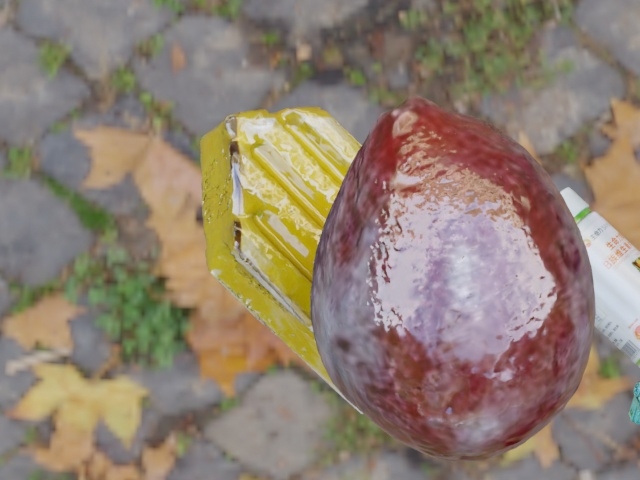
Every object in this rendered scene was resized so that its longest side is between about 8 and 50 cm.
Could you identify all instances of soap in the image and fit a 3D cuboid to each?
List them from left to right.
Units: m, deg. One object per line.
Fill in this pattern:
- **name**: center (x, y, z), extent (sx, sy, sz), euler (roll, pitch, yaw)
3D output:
- **soap**: center (0.000, 0.000, 1.618), extent (0.257, 0.160, 0.080), euler (44, 150, -7)

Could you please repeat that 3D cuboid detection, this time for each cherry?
- **cherry**: center (0.095, 0.031, 1.447), extent (0.203, 0.230, 0.300), euler (-12, 116, -10)

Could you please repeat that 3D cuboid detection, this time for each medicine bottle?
- **medicine bottle**: center (0.286, 0.038, 1.949), extent (0.183, 0.086, 0.086), euler (44, 123, 9)

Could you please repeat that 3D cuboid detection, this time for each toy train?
- **toy train**: center (0.318, 0.170, 1.873), extent (0.029, 0.092, 0.045), euler (8, 113, -8)
